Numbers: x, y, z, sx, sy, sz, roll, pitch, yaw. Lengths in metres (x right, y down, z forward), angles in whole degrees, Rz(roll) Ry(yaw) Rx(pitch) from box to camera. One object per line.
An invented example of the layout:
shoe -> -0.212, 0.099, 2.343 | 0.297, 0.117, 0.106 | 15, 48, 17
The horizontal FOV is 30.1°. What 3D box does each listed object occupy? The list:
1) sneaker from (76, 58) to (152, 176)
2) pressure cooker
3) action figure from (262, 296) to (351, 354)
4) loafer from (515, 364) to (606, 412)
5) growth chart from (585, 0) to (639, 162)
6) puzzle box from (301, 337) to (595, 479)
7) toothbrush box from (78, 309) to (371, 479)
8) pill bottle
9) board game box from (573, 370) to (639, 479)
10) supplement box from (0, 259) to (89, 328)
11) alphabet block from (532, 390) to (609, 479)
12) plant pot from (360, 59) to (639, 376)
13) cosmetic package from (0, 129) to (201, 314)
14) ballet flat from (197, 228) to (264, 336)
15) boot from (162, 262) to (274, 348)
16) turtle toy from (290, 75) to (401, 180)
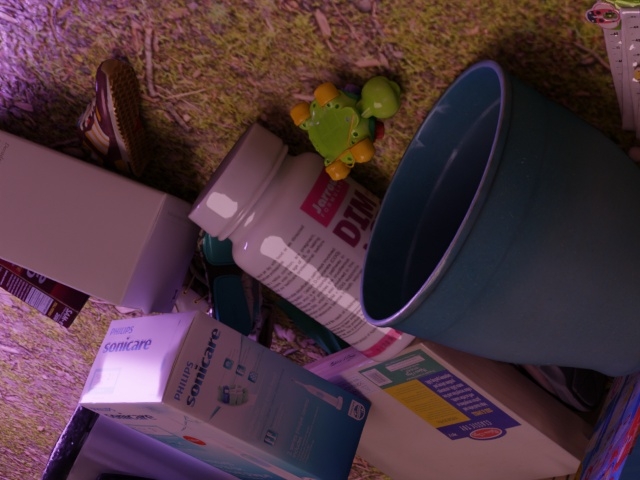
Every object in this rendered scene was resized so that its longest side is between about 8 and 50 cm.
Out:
sneaker -> -0.263, -0.149, 1.442 | 0.084, 0.069, 0.185 | 13, 143, 13
pressure cooker -> -0.183, 0.376, 1.829 | 0.420, 0.375, 0.370 | 27, 163, 2
action figure -> 0.042, 0.133, 1.601 | 0.137, 0.063, 0.232 | -8, 131, 40
loafer -> 0.235, 0.101, 1.386 | 0.095, 0.109, 0.302 | 1, 141, 42
growth chart -> 0.331, -0.144, 1.061 | 0.172, 0.021, 0.237 | 2, 139, 33
puzzle box -> 0.140, 0.229, 1.552 | 0.272, 0.052, 0.409 | 37, 151, -13
toothbrush box -> -0.121, 0.209, 1.520 | 0.295, 0.126, 0.216 | 34, 154, -31
pill bottle -> 0.000, 0.000, 1.367 | 0.283, 0.160, 0.160 | 35, 146, -10
board game box -> 0.330, 0.221, 1.202 | 0.086, 0.302, 0.308 | 26, 152, 10
supplement box -> -0.426, 0.005, 1.711 | 0.239, 0.130, 0.073 | 33, 146, -8
alphabet block -> 0.389, 0.319, 1.476 | 0.193, 0.197, 0.192 | 37, 146, -12
plant pot -> 0.213, 0.001, 1.145 | 0.255, 0.271, 0.271 | 23, 148, -13
cosmetic package -> -0.353, -0.039, 1.515 | 0.365, 0.155, 0.197 | 20, 178, 10
ballet flat -> -0.115, 0.019, 1.538 | 0.091, 0.077, 0.241 | 2, 121, -7
boot -> -0.150, 0.081, 1.661 | 0.165, 0.077, 0.213 | 17, 150, 18
turtle toy -> 0.034, -0.128, 1.254 | 0.095, 0.066, 0.130 | 57, 141, 0
